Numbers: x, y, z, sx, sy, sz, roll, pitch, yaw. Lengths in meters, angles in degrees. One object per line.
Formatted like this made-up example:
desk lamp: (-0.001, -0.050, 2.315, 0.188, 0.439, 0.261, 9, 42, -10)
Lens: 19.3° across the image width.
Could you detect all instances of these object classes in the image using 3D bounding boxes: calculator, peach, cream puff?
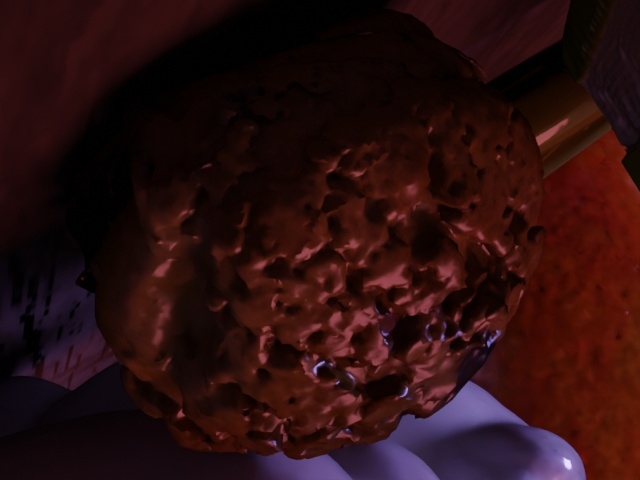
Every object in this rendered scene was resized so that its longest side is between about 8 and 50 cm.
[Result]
calculator: (0.133, -0.073, 0.837, 0.236, 0.033, 0.157, -33, 173, -19)
peach: (0.109, 0.116, 0.984, 0.306, 0.380, 0.242, -6, -175, 21)
cream puff: (0.000, 0.000, 0.474, 0.119, 0.104, 0.133, -24, 171, -9)

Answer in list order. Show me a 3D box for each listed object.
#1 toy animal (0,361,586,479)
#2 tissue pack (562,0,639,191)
toy animal: (-0.086, 0.125, 0.574, 0.367, 0.241, 0.196, -12, 116, -65)
tissue pack: (0.188, -0.070, 0.504, 0.200, 0.167, 0.274, -32, 173, 1)
